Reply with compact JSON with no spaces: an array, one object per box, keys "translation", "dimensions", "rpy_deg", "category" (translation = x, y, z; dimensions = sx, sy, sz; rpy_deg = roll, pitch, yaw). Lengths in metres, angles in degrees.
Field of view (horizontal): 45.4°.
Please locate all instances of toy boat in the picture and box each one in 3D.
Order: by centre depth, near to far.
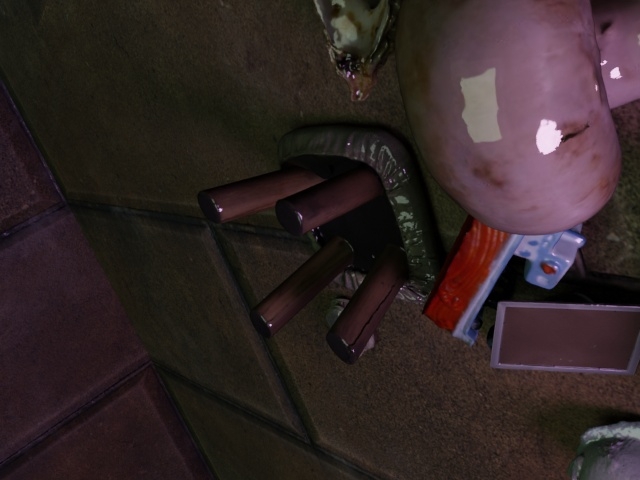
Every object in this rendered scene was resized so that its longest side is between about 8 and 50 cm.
[{"translation":[0.231,0.036,0.979],"dimensions":[0.133,0.145,0.332],"rpy_deg":[24,143,6],"category":"toy boat"}]

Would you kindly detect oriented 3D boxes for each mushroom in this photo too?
[{"translation":[0.221,-0.156,0.697],"dimensions":[0.290,0.297,0.298],"rpy_deg":[-11,115,19],"category":"mushroom"}]

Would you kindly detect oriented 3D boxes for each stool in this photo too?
[{"translation":[0.000,0.000,1.190],"dimensions":[0.310,0.226,0.310],"rpy_deg":[9,125,53],"category":"stool"}]

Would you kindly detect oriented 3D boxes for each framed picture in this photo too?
[{"translation":[0.307,0.120,0.950],"dimensions":[0.183,0.011,0.142],"rpy_deg":[1,137,9],"category":"framed picture"}]

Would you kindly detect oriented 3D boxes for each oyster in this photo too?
[{"translation":[0.071,-0.325,0.871],"dimensions":[0.166,0.110,0.341],"rpy_deg":[23,135,37],"category":"oyster"}]

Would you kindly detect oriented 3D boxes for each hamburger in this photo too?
[{"translation":[0.058,0.161,1.446],"dimensions":[0.121,0.054,0.084],"rpy_deg":[61,153,6],"category":"hamburger"}]

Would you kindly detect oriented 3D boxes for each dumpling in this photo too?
[{"translation":[0.430,0.324,0.996],"dimensions":[0.216,0.105,0.149],"rpy_deg":[36,146,32],"category":"dumpling"}]

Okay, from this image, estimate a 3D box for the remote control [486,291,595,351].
[{"translation":[0.303,0.123,1.046],"dimensions":[0.072,0.042,0.222],"rpy_deg":[52,151,0],"category":"remote control"}]
